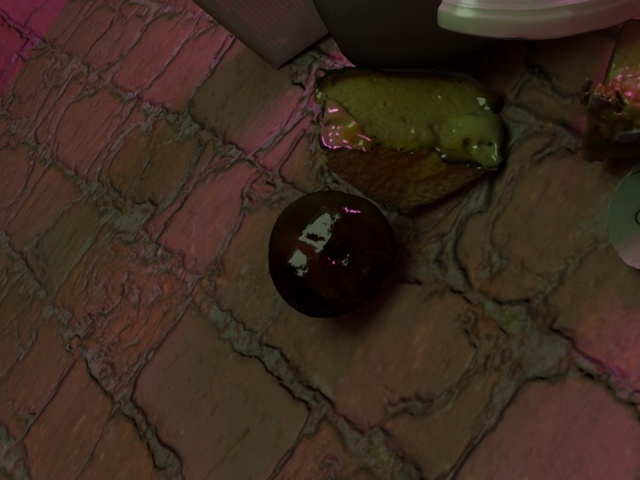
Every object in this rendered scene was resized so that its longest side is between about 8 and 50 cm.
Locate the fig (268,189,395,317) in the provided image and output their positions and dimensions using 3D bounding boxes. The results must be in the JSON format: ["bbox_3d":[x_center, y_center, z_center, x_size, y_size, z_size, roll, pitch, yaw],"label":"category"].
[{"bbox_3d":[-0.001,-0.002,1.398,0.170,0.145,0.274,-50,21,4],"label":"fig"}]

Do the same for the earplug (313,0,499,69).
[{"bbox_3d":[0.207,-0.405,1.325,0.394,0.312,0.313,-12,52,43],"label":"earplug"}]

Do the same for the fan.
[{"bbox_3d":[0.368,-0.082,1.112,0.190,0.009,0.329,-39,35,13],"label":"fan"}]

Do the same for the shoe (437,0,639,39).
[{"bbox_3d":[0.294,-0.320,1.108,0.362,0.160,0.132,-14,22,-13],"label":"shoe"}]

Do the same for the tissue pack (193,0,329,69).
[{"bbox_3d":[-0.101,-0.532,1.729,0.331,0.405,0.205,-29,38,32],"label":"tissue pack"}]

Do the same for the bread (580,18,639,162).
[{"bbox_3d":[0.364,-0.151,1.125,0.152,0.127,0.147,13,58,15],"label":"bread"}]

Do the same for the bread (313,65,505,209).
[{"bbox_3d":[0.113,-0.127,1.362,0.133,0.251,0.174,96,174,-49],"label":"bread"}]
